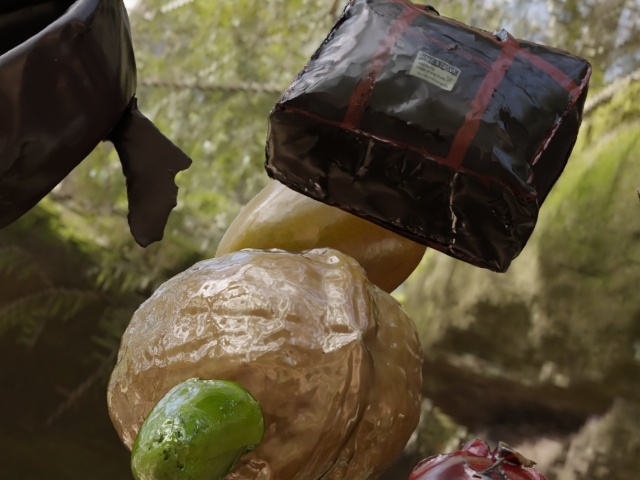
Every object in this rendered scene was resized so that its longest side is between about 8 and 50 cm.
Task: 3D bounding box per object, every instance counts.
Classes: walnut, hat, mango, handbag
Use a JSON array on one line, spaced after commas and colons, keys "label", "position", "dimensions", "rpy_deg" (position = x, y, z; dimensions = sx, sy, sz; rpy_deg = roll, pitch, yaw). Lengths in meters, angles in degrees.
[{"label": "walnut", "position": [-0.050, 0.147, 1.564], "dimensions": [0.306, 0.306, 0.344], "rpy_deg": [33, -34, -14]}, {"label": "hat", "position": [-0.214, -0.116, 0.970], "dimensions": [0.238, 0.336, 0.209], "rpy_deg": [-13, -37, 9]}, {"label": "mango", "position": [-0.091, 0.137, 1.061], "dimensions": [0.074, 0.091, 0.165], "rpy_deg": [45, 5, 9]}, {"label": "handbag", "position": [0.085, -0.094, 1.147], "dimensions": [0.215, 0.169, 0.155], "rpy_deg": [23, -40, 7]}, {"label": "mango", "position": [0.000, 0.000, 1.861], "dimensions": [0.173, 0.317, 0.211], "rpy_deg": [38, -44, 34]}]

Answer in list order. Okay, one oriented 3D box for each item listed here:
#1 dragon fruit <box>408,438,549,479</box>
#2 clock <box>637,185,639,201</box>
[{"label": "dragon fruit", "position": [0.069, 0.241, 0.972], "dimensions": [0.125, 0.246, 0.125], "rpy_deg": [38, -10, 6]}, {"label": "clock", "position": [0.405, 0.067, 1.496], "dimensions": [0.080, 0.318, 0.318], "rpy_deg": [-23, -48, 10]}]
